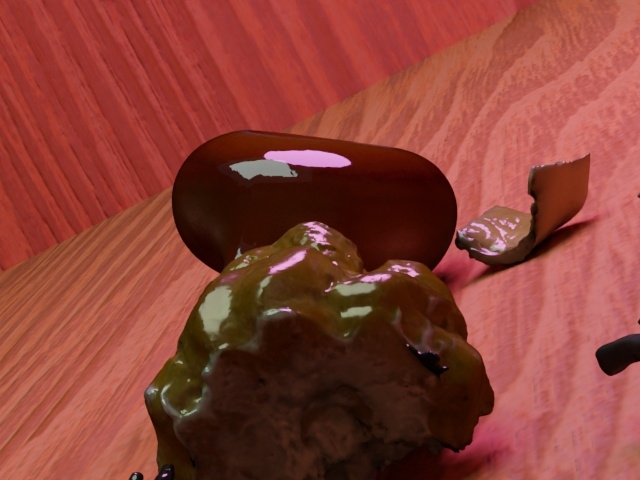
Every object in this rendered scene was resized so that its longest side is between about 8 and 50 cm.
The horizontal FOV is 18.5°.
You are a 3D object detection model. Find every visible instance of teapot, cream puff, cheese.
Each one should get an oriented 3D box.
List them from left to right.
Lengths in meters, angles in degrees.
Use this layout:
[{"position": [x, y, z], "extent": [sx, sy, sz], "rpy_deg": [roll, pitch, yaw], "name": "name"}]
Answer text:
[{"position": [-0.006, 0.059, 0.863], "extent": [0.156, 0.121, 0.156], "rpy_deg": [-32, 5, 3], "name": "cream puff"}, {"position": [0.000, 0.000, 1.245], "extent": [0.178, 0.135, 0.252], "rpy_deg": [13, 5, 22], "name": "teapot"}, {"position": [0.128, -0.017, 1.176], "extent": [0.084, 0.041, 0.060], "rpy_deg": [-41, -8, 36], "name": "cheese"}]

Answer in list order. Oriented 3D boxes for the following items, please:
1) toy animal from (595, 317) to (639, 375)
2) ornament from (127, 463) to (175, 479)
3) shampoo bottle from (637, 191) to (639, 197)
[{"position": [0.220, -0.006, 0.693], "extent": [0.269, 0.082, 0.137], "rpy_deg": [-30, 5, 9], "name": "toy animal"}, {"position": [-0.102, 0.159, 0.725], "extent": [0.202, 0.080, 0.236], "rpy_deg": [-27, 10, -16], "name": "ornament"}, {"position": [0.221, -0.041, 1.049], "extent": [0.049, 0.034, 0.141], "rpy_deg": [-39, 12, -24], "name": "shampoo bottle"}]
